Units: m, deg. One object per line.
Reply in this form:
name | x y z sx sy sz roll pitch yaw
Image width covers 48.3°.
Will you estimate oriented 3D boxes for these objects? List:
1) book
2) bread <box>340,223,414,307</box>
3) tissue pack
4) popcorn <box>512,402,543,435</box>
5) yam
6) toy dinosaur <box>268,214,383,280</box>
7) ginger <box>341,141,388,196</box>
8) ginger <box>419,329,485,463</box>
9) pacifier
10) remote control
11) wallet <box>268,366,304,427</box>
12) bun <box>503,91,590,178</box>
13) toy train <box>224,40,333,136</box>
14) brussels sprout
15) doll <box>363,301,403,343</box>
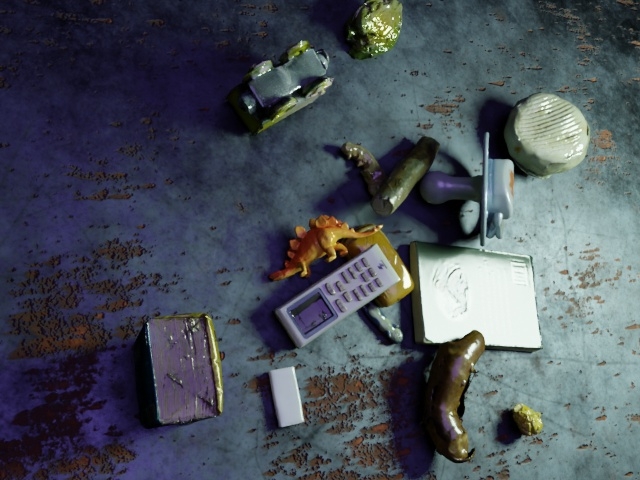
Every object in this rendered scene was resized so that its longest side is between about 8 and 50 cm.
book | 0.396 0.144 1.804 0.371 0.043 0.260 7 70 -24
bread | 0.138 0.056 1.697 0.116 0.077 0.200 -32 88 -21
tissue pack | -0.270 0.250 1.339 0.134 0.271 0.192 -4 77 -21
popcorn | 0.502 0.448 1.749 0.084 0.084 0.084 7 72 -23
yam | 0.216 -0.164 1.764 0.317 0.067 0.071 -50 142 -42
toy dinosaur | 0.000 0.000 1.629 0.288 0.070 0.117 -31 79 -9
ginger | 0.119 -0.175 1.772 0.069 0.051 0.173 -38 87 -34
ginger | 0.304 0.350 1.646 0.133 0.107 0.309 8 78 5
pacifier | 0.368 -0.125 1.810 0.233 0.244 0.299 5 60 9
remote control | 0.038 0.123 1.598 0.277 0.055 0.102 -33 89 -13
wallet | -0.074 0.337 1.538 0.061 0.025 0.122 -6 77 -28
bun | 0.619 -0.282 1.973 0.239 0.141 0.239 0 74 0
toy train | -0.090 -0.351 1.653 0.261 0.177 0.134 -35 91 -28
brussels sprout | 0.143 -0.561 1.872 0.139 0.100 0.181 43 60 -19
doll | 0.148 0.194 1.681 0.125 0.027 0.037 47 69 -5
